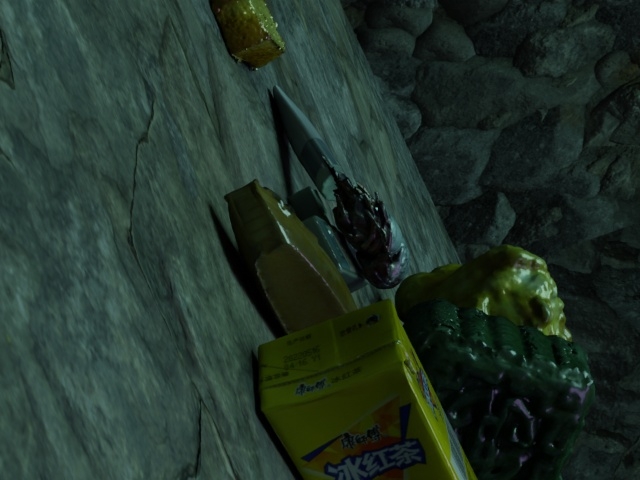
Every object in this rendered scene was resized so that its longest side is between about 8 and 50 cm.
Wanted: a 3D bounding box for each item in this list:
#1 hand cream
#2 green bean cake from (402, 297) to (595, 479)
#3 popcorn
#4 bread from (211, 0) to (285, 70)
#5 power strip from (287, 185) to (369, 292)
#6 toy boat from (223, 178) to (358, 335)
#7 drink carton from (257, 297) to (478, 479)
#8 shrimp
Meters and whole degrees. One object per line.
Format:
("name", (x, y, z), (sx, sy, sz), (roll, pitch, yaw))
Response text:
("hand cream", (-0.018, -0.142, 1.996), (0.255, 0.048, 0.079), (-118, -176, -50))
("green bean cake", (0.243, 0.277, 2.119), (0.169, 0.300, 0.308), (-81, -173, -72))
("popcorn", (0.283, 0.192, 2.344), (0.293, 0.292, 0.334), (21, 57, -74))
("bread", (-0.099, -0.303, 1.932), (0.103, 0.065, 0.187), (65, 7, 7))
("power strip", (0.000, 0.000, 1.895), (0.145, 0.061, 0.215), (65, 7, 12))
("toy boat", (-0.023, 0.044, 1.547), (0.321, 0.089, 0.121), (58, 9, -45))
("drink carton", (0.068, 0.237, 1.449), (0.111, 0.154, 0.351), (-99, 166, -52))
("shrimp", (0.054, -0.031, 1.873), (0.090, 0.079, 0.233), (9, -43, 55))
